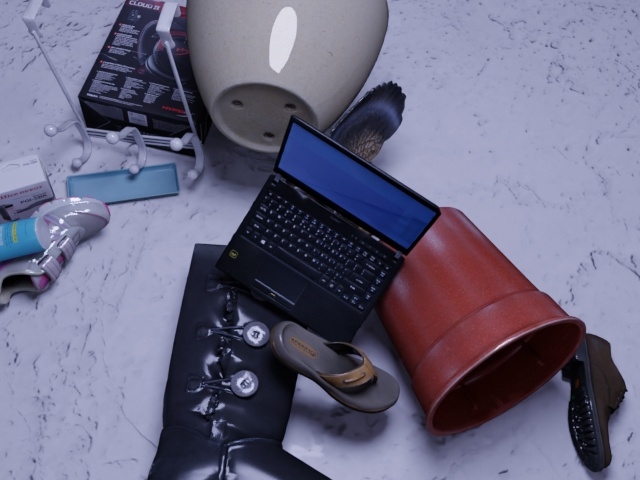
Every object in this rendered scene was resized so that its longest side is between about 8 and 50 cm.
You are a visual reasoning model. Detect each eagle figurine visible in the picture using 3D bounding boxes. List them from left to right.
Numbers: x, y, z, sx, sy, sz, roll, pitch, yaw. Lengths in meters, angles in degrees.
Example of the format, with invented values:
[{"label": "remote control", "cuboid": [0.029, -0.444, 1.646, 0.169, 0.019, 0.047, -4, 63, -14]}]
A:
[{"label": "eagle figurine", "cuboid": [0.035, -0.102, 1.318, 0.227, 0.225, 0.298, -7, 56, 14]}]

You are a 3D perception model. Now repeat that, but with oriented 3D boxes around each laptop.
[{"label": "laptop", "cuboid": [0.000, 0.000, 1.108, 0.234, 0.136, 0.264, 33, 100, 3]}]

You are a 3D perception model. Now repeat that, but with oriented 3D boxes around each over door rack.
[{"label": "over door rack", "cuboid": [-0.331, -0.228, 1.293, 0.240, 0.324, 0.108, 7, 49, 8]}]

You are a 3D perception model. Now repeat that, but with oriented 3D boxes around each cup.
[{"label": "cup", "cuboid": [-0.067, -0.278, 1.254, 0.331, 0.331, 0.236, 8, 59, 0]}]

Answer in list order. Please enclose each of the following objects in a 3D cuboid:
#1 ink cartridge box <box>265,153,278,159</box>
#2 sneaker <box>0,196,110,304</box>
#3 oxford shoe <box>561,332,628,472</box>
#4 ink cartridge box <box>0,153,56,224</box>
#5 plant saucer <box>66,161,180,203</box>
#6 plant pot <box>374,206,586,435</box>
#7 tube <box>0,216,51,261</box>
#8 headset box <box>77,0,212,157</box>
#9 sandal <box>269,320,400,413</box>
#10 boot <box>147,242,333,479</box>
[{"label": "ink cartridge box", "cuboid": [-0.074, -0.270, 1.494, 0.153, 0.086, 0.208, 30, 63, 13]}, {"label": "sneaker", "cuboid": [-0.448, 0.023, 1.294, 0.252, 0.103, 0.111, -31, 68, -11]}, {"label": "oxford shoe", "cuboid": [0.438, 0.248, 1.246, 0.096, 0.082, 0.227, 8, 61, -5]}, {"label": "ink cartridge box", "cuboid": [-0.491, -0.071, 1.316, 0.099, 0.135, 0.056, -19, 64, -14]}, {"label": "plant saucer", "cuboid": [-0.347, -0.096, 1.412, 0.192, 0.018, 0.067, -9, 61, -9]}, {"label": "plant pot", "cuboid": [0.209, 0.108, 1.218, 0.273, 0.272, 0.265, -22, 56, -16]}, {"label": "tube", "cuboid": [-0.521, 0.010, 1.224, 0.207, 0.052, 0.080, -13, 59, 4]}, {"label": "headset box", "cuboid": [-0.288, -0.320, 1.491, 0.218, 0.110, 0.293, 13, 60, 2]}, {"label": "sandal", "cuboid": [0.030, 0.174, 1.141, 0.219, 0.060, 0.090, 35, 38, -15]}, {"label": "boot", "cuboid": [-0.051, 0.226, 1.197, 0.367, 0.146, 0.445, 15, 49, -11]}]
